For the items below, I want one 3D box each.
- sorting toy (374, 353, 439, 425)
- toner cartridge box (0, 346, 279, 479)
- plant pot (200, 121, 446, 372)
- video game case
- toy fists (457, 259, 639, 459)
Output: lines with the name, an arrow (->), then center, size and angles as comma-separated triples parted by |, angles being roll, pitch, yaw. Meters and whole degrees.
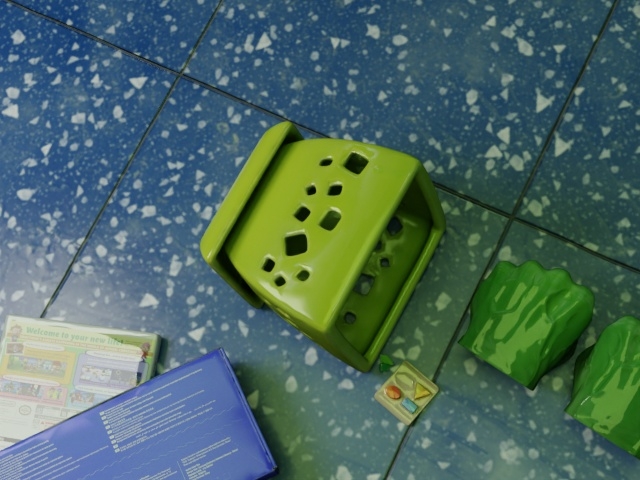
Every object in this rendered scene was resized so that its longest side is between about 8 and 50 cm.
sorting toy -> 0.096, 0.179, 1.349 | 0.083, 0.012, 0.062 | 39, 83, 17
toner cartridge box -> -0.239, 0.278, 1.312 | 0.348, 0.075, 0.165 | -24, 74, -5
plant pot -> 0.000, 0.000, 1.313 | 0.207, 0.228, 0.227 | 24, 78, 22
video game case -> -0.323, 0.201, 1.401 | 0.212, 0.023, 0.193 | 6, 74, 11
toy fists -> 0.306, 0.130, 1.292 | 0.279, 0.096, 0.142 | 33, 91, 15
